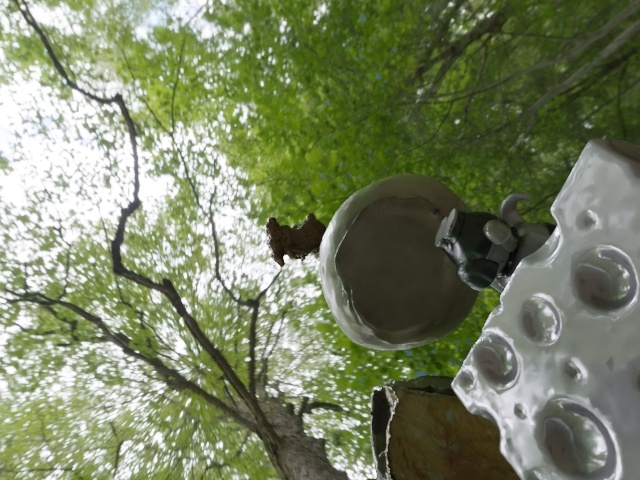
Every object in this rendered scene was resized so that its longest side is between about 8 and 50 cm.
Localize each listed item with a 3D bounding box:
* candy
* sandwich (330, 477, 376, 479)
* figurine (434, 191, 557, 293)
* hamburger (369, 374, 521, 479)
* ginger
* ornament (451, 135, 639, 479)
[{"bbox_3d":[0.131,0.036,0.843,0.295,0.185,0.295,-1,-79,-6],"label":"candy"},{"bbox_3d":[0.096,0.549,0.898,0.226,0.087,0.251,-2,-117,1],"label":"sandwich"},{"bbox_3d":[0.242,0.016,0.632,0.192,0.147,0.126,24,-121,2],"label":"figurine"},{"bbox_3d":[0.204,0.269,0.572,0.309,0.132,0.211,4,-99,12],"label":"hamburger"},{"bbox_3d":[-0.002,0.000,1.179,0.290,0.084,0.122,1,-109,-41],"label":"ginger"},{"bbox_3d":[0.290,0.093,0.354,0.240,0.239,0.239,-2,-145,-29],"label":"ornament"}]
